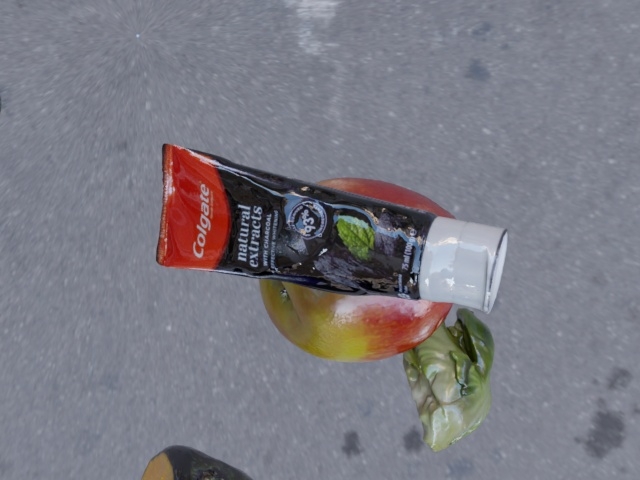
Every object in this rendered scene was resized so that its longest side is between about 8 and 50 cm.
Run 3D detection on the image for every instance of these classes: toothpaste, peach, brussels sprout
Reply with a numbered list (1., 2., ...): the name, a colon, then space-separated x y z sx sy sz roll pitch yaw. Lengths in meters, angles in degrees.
1. toothpaste: 0.000 0.000 0.622 0.193 0.045 0.071 12 109 16
2. peach: 0.040 0.025 1.134 0.192 0.190 0.190 -10 102 -23
3. brussels sprout: 0.139 0.148 1.251 0.100 0.181 0.139 -7 122 -2

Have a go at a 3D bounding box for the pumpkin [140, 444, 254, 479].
1. pumpkin: -0.130 0.430 1.445 0.232 0.242 0.325 15 85 -16
